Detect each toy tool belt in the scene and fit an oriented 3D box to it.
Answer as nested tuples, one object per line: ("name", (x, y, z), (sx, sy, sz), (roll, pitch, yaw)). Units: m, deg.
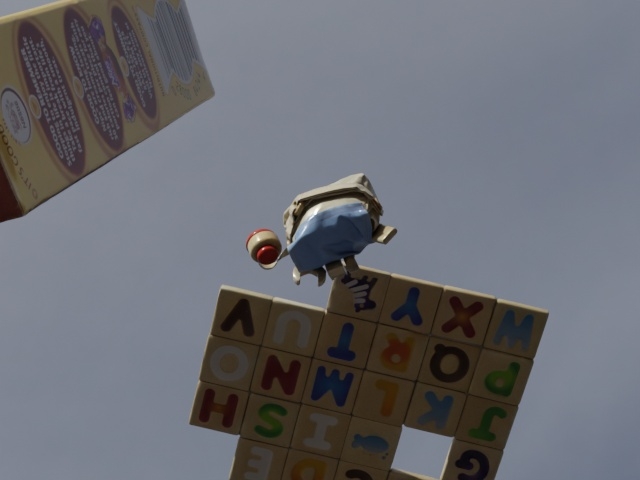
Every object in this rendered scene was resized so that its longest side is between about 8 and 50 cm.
("toy tool belt", (0.000, 0.000, 0.825), (0.083, 0.051, 0.052), (-27, -47, 3))

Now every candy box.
("candy box", (-0.110, -0.037, 0.443), (0.109, 0.186, 0.053), (-16, -77, 14))

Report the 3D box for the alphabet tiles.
("alphabet tiles", (0.029, 0.112, 1.077), (0.237, 0.009, 0.198), (13, -68, -3))
